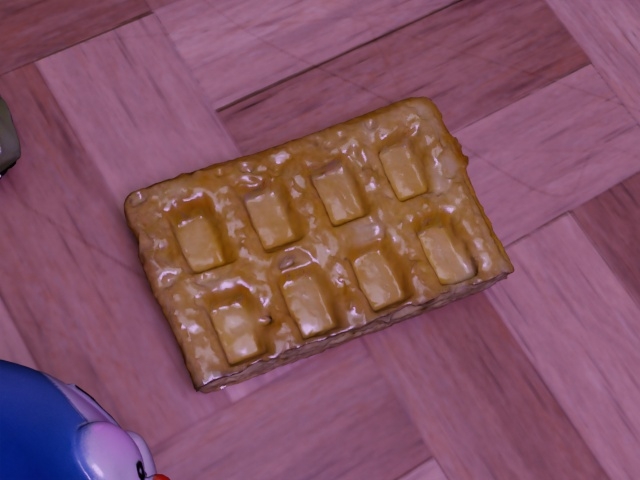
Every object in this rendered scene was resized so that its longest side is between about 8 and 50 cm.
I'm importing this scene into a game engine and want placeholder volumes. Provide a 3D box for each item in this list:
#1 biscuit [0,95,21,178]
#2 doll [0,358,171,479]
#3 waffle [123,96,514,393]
[{"bbox_3d":[-0.371,-0.020,0.684,0.322,0.038,0.099,-31,80,-11],"label":"biscuit"},{"bbox_3d":[-0.189,0.184,0.500,0.240,0.310,0.284,-15,71,-13],"label":"doll"},{"bbox_3d":[0.000,0.000,0.740,0.274,0.057,0.168,-20,72,-16],"label":"waffle"}]
